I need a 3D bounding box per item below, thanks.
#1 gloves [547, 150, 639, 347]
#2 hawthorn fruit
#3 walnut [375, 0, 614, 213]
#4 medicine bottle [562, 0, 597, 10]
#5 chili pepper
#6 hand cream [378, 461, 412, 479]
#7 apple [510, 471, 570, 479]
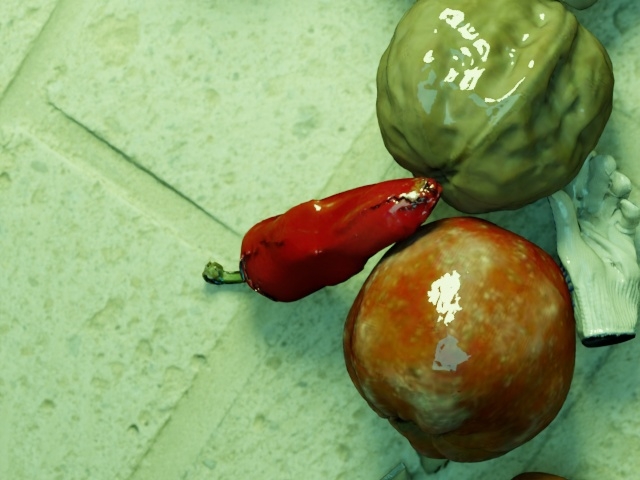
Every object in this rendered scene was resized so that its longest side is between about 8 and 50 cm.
[{"bbox_3d":[0.315,0.009,1.617,0.119,0.097,0.229,-2,93,-29],"label":"gloves"},{"bbox_3d":[0.159,0.114,1.569,0.284,0.284,0.284,1,94,10],"label":"hawthorn fruit"},{"bbox_3d":[0.191,-0.165,1.560,0.273,0.227,0.273,0,59,0],"label":"walnut"},{"bbox_3d":[0.303,-0.373,1.540,0.135,0.135,0.215,38,107,6],"label":"medicine bottle"},{"bbox_3d":[0.000,0.000,1.616,0.387,0.110,0.110,-25,89,50],"label":"chili pepper"},{"bbox_3d":[0.122,0.368,1.706,0.087,0.054,0.186,-40,80,15],"label":"hand cream"},{"bbox_3d":[0.253,0.379,1.596,0.201,0.218,0.218,42,100,13],"label":"apple"}]
